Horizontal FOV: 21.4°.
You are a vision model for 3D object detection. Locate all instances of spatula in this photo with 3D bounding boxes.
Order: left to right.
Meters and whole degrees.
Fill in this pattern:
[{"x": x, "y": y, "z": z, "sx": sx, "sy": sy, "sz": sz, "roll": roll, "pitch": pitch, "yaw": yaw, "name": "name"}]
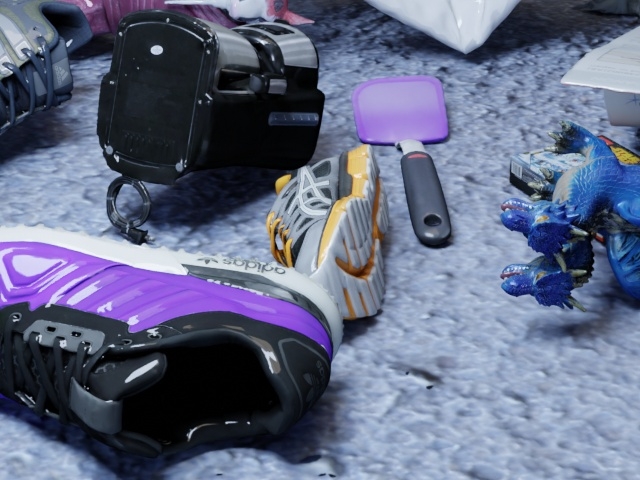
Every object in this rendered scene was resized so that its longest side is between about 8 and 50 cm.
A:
[{"x": 0.076, "y": -0.070, "z": 1.398, "sx": 0.084, "sy": 0.030, "sz": 0.296, "roll": -2, "pitch": 26, "yaw": -3, "name": "spatula"}]

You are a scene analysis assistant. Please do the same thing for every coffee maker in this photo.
[{"x": -0.091, "y": -0.096, "z": 1.342, "sx": 0.120, "sy": 0.171, "sz": 0.178, "roll": 40, "pitch": 20, "yaw": 23, "name": "coffee maker"}]

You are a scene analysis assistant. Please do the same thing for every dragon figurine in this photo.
[{"x": 0.239, "y": -0.013, "z": 1.191, "sx": 0.289, "sy": 0.085, "sz": 0.144, "roll": 3, "pitch": 41, "yaw": -21, "name": "dragon figurine"}]

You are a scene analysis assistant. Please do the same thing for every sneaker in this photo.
[{"x": -0.273, "y": -0.132, "z": 1.397, "sx": 0.121, "sy": 0.111, "sz": 0.300, "roll": -3, "pitch": 36, "yaw": 10, "name": "sneaker"}, {"x": -0.136, "y": 0.069, "z": 1.027, "sx": 0.293, "sy": 0.102, "sz": 0.146, "roll": 2, "pitch": 26, "yaw": 4, "name": "sneaker"}, {"x": 0.000, "y": 0.000, "z": 1.211, "sx": 0.083, "sy": 0.084, "sz": 0.215, "roll": -10, "pitch": 21, "yaw": 11, "name": "sneaker"}]

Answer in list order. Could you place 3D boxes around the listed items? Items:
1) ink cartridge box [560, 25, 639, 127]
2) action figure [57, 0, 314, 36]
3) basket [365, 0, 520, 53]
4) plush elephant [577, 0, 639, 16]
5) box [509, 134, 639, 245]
[{"x": 0.371, "y": -0.095, "z": 1.313, "sx": 0.308, "sy": 0.091, "sz": 0.385, "roll": 11, "pitch": 18, "yaw": 19, "name": "ink cartridge box"}, {"x": -0.184, "y": -0.235, "z": 1.634, "sx": 0.370, "sy": 0.248, "sz": 0.276, "roll": 11, "pitch": -8, "yaw": 8, "name": "action figure"}, {"x": 0.098, "y": -0.423, "z": 1.594, "sx": 0.328, "sy": 0.331, "sz": 0.266, "roll": 27, "pitch": 31, "yaw": -25, "name": "basket"}, {"x": 0.410, "y": -0.327, "z": 1.674, "sx": 0.330, "sy": 0.255, "sz": 0.272, "roll": 19, "pitch": 31, "yaw": 34, "name": "plush elephant"}, {"x": 0.226, "y": -0.042, "z": 1.343, "sx": 0.094, "sy": 0.027, "sz": 0.137, "roll": -14, "pitch": 29, "yaw": -23, "name": "box"}]
